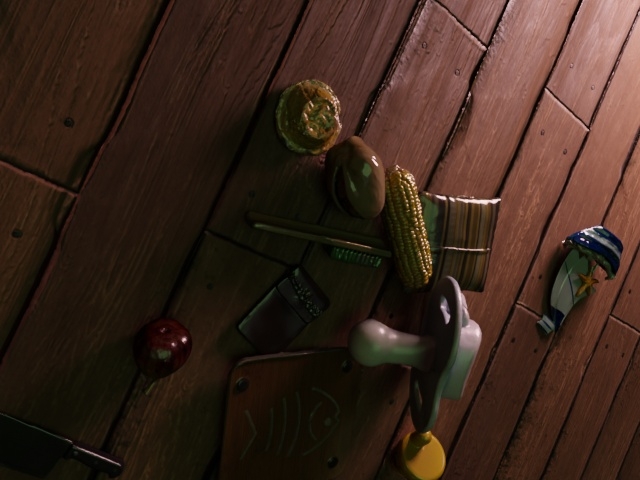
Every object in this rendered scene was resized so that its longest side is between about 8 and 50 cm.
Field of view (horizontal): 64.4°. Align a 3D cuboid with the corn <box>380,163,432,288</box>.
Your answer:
[{"bbox_3d":[0.156,-0.023,0.946,0.080,0.080,0.239,-18,100,-25],"label":"corn"}]

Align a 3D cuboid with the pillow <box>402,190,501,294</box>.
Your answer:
[{"bbox_3d":[0.271,0.009,1.038,0.211,0.052,0.209,2,100,-25],"label":"pillow"}]

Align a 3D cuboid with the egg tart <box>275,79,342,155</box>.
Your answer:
[{"bbox_3d":[-0.014,-0.202,0.842,0.128,0.049,0.129,-5,101,-27],"label":"egg tart"}]

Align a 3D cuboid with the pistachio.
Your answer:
[{"bbox_3d":[0.062,-0.102,0.878,0.113,0.113,0.149,-35,132,-18],"label":"pistachio"}]

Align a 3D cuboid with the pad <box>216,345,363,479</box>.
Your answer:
[{"bbox_3d":[-0.049,0.339,0.943,0.283,0.018,0.287,1,102,-33],"label":"pad"}]

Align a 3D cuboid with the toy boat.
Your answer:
[{"bbox_3d":[0.632,0.105,1.268,0.220,0.067,0.291,32,96,-29],"label":"toy boat"}]

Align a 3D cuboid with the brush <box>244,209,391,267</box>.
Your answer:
[{"bbox_3d":[0.000,0.000,0.891,0.282,0.054,0.048,13,113,-30],"label":"brush"}]

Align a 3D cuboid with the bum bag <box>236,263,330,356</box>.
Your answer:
[{"bbox_3d":[-0.063,0.130,0.897,0.159,0.026,0.109,-46,118,-13],"label":"bum bag"}]

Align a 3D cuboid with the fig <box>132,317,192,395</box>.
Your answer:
[{"bbox_3d":[-0.248,0.184,0.785,0.088,0.089,0.125,3,125,-29],"label":"fig"}]

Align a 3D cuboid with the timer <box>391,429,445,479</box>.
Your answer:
[{"bbox_3d":[0.213,0.452,1.066,0.107,0.109,0.107,10,55,-15],"label":"timer"}]

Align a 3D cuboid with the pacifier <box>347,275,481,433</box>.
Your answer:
[{"bbox_3d":[0.163,0.197,0.950,0.232,0.244,0.300,10,111,-6],"label":"pacifier"}]

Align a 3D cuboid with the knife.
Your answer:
[{"bbox_3d":[-0.412,0.315,0.751,0.245,0.019,0.072,37,86,-27],"label":"knife"}]
